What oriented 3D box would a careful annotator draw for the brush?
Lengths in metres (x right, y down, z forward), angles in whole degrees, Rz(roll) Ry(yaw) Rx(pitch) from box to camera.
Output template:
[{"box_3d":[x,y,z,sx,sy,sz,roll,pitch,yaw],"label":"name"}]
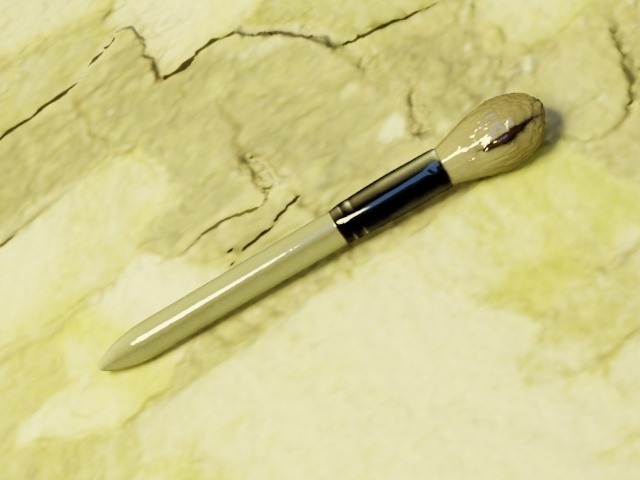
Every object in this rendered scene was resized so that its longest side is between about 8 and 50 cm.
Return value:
[{"box_3d":[0.000,0.000,1.116,0.299,0.039,0.042,-31,57,2],"label":"brush"}]
